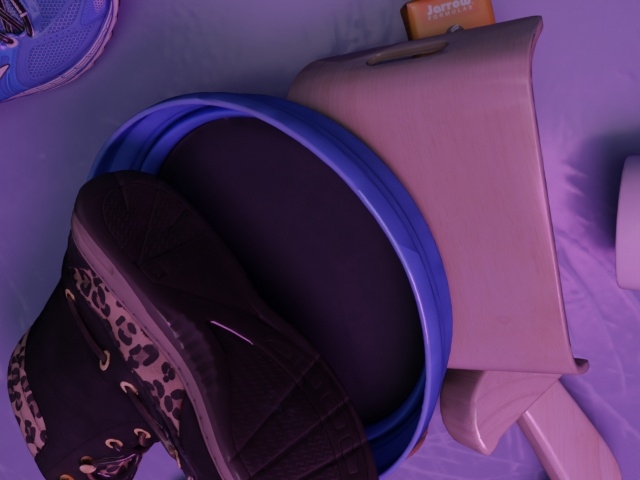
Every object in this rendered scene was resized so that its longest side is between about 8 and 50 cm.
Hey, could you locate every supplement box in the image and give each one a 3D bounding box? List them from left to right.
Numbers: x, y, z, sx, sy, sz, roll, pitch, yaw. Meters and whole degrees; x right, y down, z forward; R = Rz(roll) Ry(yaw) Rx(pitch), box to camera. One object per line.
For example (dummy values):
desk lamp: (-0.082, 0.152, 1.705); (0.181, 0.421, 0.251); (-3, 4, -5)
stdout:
supplement box: (0.139, -0.116, 0.718); (0.078, 0.080, 0.233); (-14, 102, 9)

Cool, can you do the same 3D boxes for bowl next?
bowl: (-0.058, 0.051, 0.712); (0.391, 0.077, 0.391); (16, 121, 29)

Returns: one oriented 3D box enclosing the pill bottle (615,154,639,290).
pill bottle: (0.397, -0.009, 0.651); (0.264, 0.153, 0.153); (4, 108, 25)

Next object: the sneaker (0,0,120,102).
sneaker: (-0.334, -0.175, 0.724); (0.330, 0.147, 0.130); (-31, 100, 14)

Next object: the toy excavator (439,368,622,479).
toy excavator: (0.264, 0.368, 0.785); (0.433, 0.222, 0.445); (25, 80, -12)

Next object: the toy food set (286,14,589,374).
toy food set: (0.107, -0.021, 0.675); (0.219, 0.092, 0.306); (-2, 111, 34)

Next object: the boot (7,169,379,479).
boot: (-0.135, 0.161, 0.680); (0.377, 0.138, 0.284); (52, 130, 8)

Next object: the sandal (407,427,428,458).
sandal: (0.078, 0.208, 0.815); (0.060, 0.090, 0.219); (24, 107, -10)
